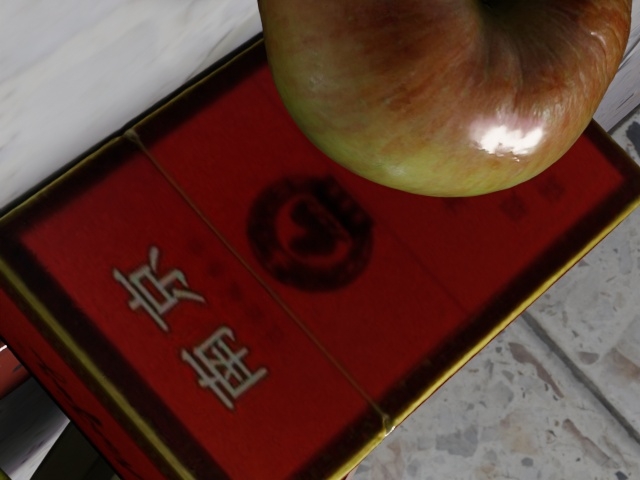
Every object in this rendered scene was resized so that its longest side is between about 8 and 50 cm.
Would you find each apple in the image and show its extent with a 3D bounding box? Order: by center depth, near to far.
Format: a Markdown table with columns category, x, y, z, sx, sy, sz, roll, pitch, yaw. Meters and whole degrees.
| category | x | y | z | sx | sy | sz | roll | pitch | yaw |
| --- | --- | --- | --- | --- | --- | --- | --- | --- | --- |
| apple | 0.035 | -0.076 | 0.490 | 0.126 | 0.126 | 0.102 | -39 | -163 | -24 |

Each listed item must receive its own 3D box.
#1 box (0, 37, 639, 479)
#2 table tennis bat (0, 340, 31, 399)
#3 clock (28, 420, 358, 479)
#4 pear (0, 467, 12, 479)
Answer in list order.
| category | x | y | z | sx | sy | sz | roll | pitch | yaw |
| --- | --- | --- | --- | --- | --- | --- | --- | --- | --- |
| box | 0.000 | 0.000 | 0.611 | 0.240 | 0.153 | 0.074 | -39 | 176 | -27 |
| table tennis bat | -0.130 | 0.043 | 0.722 | 0.154 | 0.019 | 0.098 | -38 | 172 | -13 |
| clock | -0.070 | 0.127 | 0.849 | 0.309 | 0.114 | 0.284 | -50 | -168 | 9 |
| pear | -0.184 | 0.141 | 0.743 | 0.092 | 0.092 | 0.097 | -42 | 132 | -6 |
